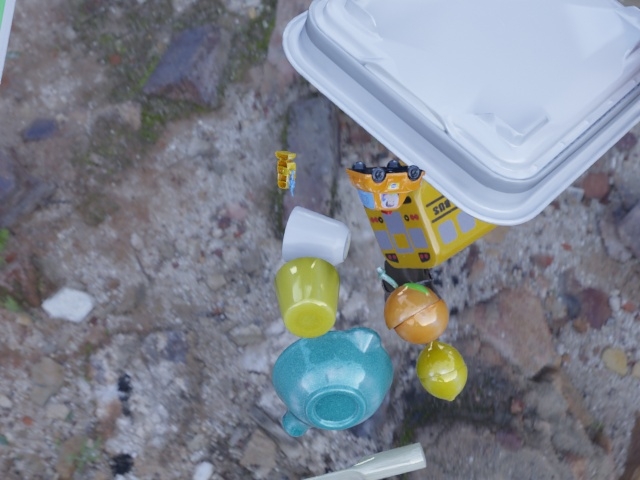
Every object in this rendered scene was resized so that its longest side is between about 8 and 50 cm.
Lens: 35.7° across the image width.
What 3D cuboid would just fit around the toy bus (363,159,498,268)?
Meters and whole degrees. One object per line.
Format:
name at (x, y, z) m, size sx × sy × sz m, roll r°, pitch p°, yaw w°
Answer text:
toy bus at (0.211, -0.094, 1.271) m, size 0.333 × 0.108 × 0.130 m, roll -30°, pitch 104°, yaw -32°

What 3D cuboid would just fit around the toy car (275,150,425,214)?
toy car at (0.023, -0.046, 0.788) m, size 0.122 × 0.060 × 0.040 m, roll 13°, pitch 107°, yaw 43°

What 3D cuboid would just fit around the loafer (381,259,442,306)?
loafer at (0.118, 0.053, 1.430) m, size 0.080 × 0.220 × 0.078 m, roll -16°, pitch 97°, yaw -2°

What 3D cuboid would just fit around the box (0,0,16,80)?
box at (-0.290, -0.191, 0.692) m, size 0.127 × 0.261 × 0.231 m, roll 7°, pitch 22°, yaw -28°

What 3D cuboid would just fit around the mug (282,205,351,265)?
mug at (0.000, -0.003, 1.082) m, size 0.064 × 0.078 × 0.062 m, roll 12°, pitch 108°, yaw 11°

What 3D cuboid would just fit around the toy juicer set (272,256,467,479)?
toy juicer set at (0.051, 0.157, 1.100) m, size 0.209 × 0.328 × 0.089 m, roll 0°, pitch 37°, yaw -4°

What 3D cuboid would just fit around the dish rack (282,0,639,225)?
dish rack at (0.162, -0.185, 0.913) m, size 0.285 × 0.072 × 0.333 m, roll 42°, pitch 54°, yaw 14°
